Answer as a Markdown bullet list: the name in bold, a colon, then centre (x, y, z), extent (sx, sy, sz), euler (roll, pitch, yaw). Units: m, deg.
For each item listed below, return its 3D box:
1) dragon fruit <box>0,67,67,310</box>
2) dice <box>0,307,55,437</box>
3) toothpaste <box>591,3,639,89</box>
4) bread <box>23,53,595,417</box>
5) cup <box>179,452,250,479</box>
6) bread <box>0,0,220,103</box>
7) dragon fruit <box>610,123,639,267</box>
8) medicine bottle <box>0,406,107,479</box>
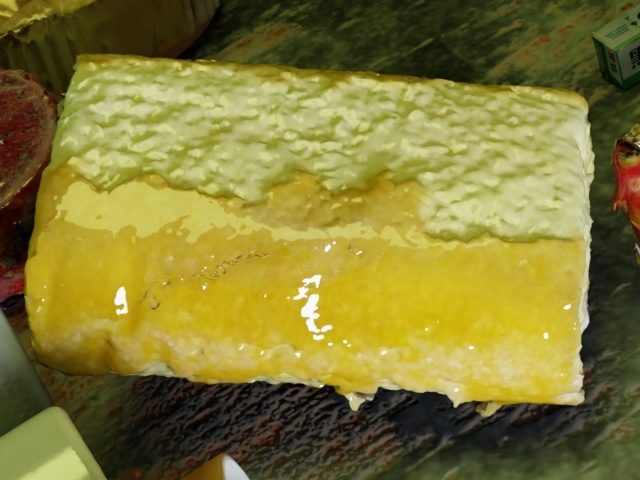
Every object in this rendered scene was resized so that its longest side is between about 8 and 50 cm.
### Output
- **dragon fruit**: centre (-0.293, -0.032, 1.461), extent (0.282, 0.147, 0.211), euler (-15, 48, 11)
- **dice**: centre (-0.298, 0.113, 1.236), extent (0.193, 0.192, 0.194), euler (-30, 41, -10)
- **toothpaste**: centre (0.304, -0.188, 1.446), extent (0.178, 0.043, 0.037), euler (-31, 43, -14)
- **bread**: centre (0.000, 0.000, 1.212), extent (0.375, 0.165, 0.237), euler (3, 53, 2)
- **cup**: centre (-0.099, 0.266, 0.995), extent (0.264, 0.182, 0.226), euler (-27, 55, 1)
- **bread**: centre (-0.225, -0.220, 1.630), extent (0.204, 0.156, 0.288), euler (22, 53, 27)
- **dragon fruit**: centre (0.307, -0.005, 1.179), extent (0.246, 0.125, 0.125), euler (23, 86, 23)
- **medicine bottle**: centre (-0.231, 0.221, 1.123), extent (0.237, 0.139, 0.139), euler (-33, 40, -11)
